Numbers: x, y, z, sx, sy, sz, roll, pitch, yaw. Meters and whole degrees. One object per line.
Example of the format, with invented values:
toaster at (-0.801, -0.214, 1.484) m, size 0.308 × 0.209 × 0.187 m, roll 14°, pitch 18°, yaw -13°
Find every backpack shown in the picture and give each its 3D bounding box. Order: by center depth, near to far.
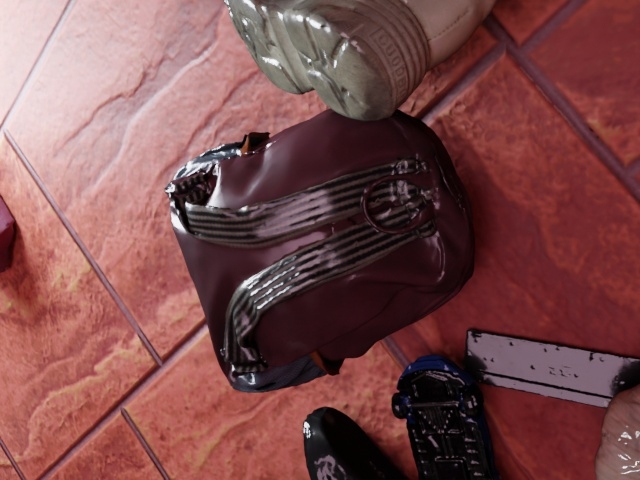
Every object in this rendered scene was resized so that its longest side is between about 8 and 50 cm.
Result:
backpack at (0.000, 0.000, 0.638) m, size 0.318 × 0.197 × 0.283 m, roll -21°, pitch 87°, yaw 30°

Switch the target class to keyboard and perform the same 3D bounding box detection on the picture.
keyboard at (0.247, 0.137, 0.633) m, size 0.196 × 0.018 × 0.060 m, roll 7°, pitch 97°, yaw 29°

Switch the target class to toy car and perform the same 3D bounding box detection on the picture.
toy car at (0.150, 0.230, 0.682) m, size 0.103 × 0.063 × 0.216 m, roll -12°, pitch 94°, yaw 31°

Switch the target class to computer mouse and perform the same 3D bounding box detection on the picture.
computer mouse at (0.050, 0.301, 0.726) m, size 0.217 × 0.122 × 0.073 m, roll 44°, pitch 107°, yaw 17°

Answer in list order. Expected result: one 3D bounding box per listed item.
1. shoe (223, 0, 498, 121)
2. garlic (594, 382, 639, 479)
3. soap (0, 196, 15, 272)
shoe at (0.038, -0.243, 0.603) m, size 0.342 × 0.211 × 0.132 m, roll 42°, pitch 164°, yaw 49°
garlic at (0.335, 0.207, 0.470) m, size 0.199 × 0.226 × 0.198 m, roll 1°, pitch 97°, yaw 9°
soap at (-0.642, -0.046, 1.066) m, size 0.162 × 0.099 × 0.249 m, roll -39°, pitch 81°, yaw 24°
